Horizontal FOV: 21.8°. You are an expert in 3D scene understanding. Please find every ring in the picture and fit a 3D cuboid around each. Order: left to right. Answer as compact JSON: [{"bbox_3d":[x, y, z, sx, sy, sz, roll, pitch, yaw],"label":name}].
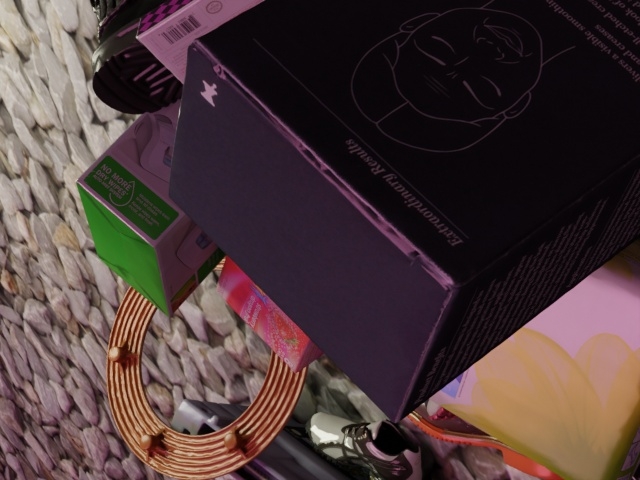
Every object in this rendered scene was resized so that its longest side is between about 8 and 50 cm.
[{"bbox_3d":[-0.156,0.143,2.162,0.336,0.337,0.032,31,-175,36],"label":"ring"}]

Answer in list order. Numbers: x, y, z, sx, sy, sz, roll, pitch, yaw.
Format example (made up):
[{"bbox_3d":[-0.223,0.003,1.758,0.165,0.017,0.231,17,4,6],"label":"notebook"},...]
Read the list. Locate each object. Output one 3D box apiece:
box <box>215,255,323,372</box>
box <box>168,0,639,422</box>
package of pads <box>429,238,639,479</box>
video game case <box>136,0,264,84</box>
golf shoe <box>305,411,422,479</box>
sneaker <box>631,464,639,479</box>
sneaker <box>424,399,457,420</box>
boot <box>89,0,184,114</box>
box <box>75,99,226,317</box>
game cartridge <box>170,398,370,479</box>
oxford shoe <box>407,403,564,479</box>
[{"bbox_3d":[0.000,0.000,1.915,0.154,0.142,0.300,45,148,15],"label":"box"},{"bbox_3d":[0.119,-0.095,1.399,0.293,0.395,0.212,45,148,20],"label":"box"},{"bbox_3d":[0.200,0.073,1.576,0.296,0.101,0.229,29,118,21],"label":"package of pads"},{"bbox_3d":[-0.030,-0.201,1.669,0.232,0.042,0.210,-29,125,26],"label":"video game case"},{"bbox_3d":[0.063,0.259,2.164,0.198,0.077,0.094,30,124,35],"label":"golf shoe"},{"bbox_3d":[0.319,0.213,1.707,0.124,0.107,0.283,6,124,60],"label":"sneaker"},{"bbox_3d":[0.175,0.066,1.748,0.112,0.120,0.299,44,129,34],"label":"sneaker"},{"bbox_3d":[-0.113,-0.310,1.784,0.131,0.348,0.260,49,-153,-47],"label":"boot"},{"bbox_3d":[-0.150,-0.067,1.910,0.126,0.231,0.262,40,163,12],"label":"box"},{"bbox_3d":[-0.004,0.316,2.174,0.355,0.230,0.068,32,105,35],"label":"game cartridge"},{"bbox_3d":[0.195,0.183,1.886,0.271,0.097,0.098,16,113,41],"label":"oxford shoe"}]
